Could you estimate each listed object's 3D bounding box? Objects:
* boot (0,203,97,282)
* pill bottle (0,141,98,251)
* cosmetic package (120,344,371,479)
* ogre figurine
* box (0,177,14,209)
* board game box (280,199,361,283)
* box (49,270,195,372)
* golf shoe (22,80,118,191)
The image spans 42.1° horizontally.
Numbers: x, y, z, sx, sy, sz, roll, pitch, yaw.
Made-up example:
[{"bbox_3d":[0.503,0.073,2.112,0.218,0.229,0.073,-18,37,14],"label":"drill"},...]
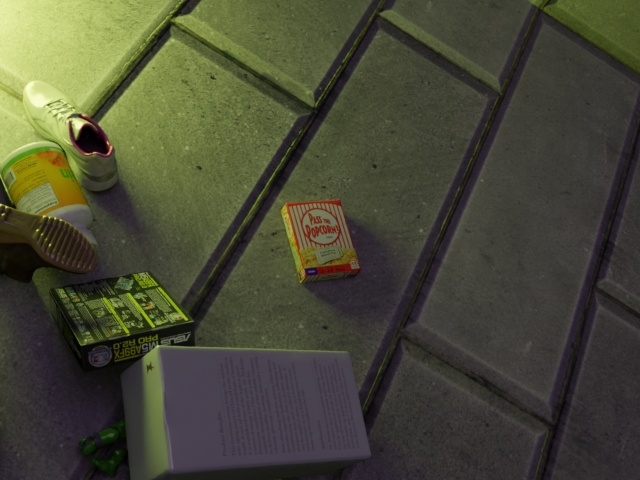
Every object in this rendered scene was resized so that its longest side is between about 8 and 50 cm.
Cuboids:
[{"bbox_3d":[-0.561,0.028,1.635,0.248,0.207,0.090,27,55,-4],"label":"boot"},{"bbox_3d":[-0.558,-0.071,1.731,0.136,0.136,0.245,-21,73,-30],"label":"pill bottle"},{"bbox_3d":[-0.138,0.341,1.610,0.453,0.161,0.230,9,59,-38],"label":"cosmetic package"},{"bbox_3d":[-0.353,0.413,1.593,0.197,0.097,0.118,33,73,14],"label":"ogre figurine"},{"bbox_3d":[-0.750,-0.103,1.704,0.184,0.045,0.190,-21,86,-28],"label":"box"},{"bbox_3d":[0.000,0.000,1.985,0.147,0.045,0.193,-6,66,-26],"label":"board game box"},{"bbox_3d":[-0.394,0.151,1.630,0.216,0.060,0.270,-10,24,-28],"label":"box"},{"bbox_3d":[-0.546,-0.256,1.835,0.115,0.140,0.306,-37,81,-32],"label":"golf shoe"}]
